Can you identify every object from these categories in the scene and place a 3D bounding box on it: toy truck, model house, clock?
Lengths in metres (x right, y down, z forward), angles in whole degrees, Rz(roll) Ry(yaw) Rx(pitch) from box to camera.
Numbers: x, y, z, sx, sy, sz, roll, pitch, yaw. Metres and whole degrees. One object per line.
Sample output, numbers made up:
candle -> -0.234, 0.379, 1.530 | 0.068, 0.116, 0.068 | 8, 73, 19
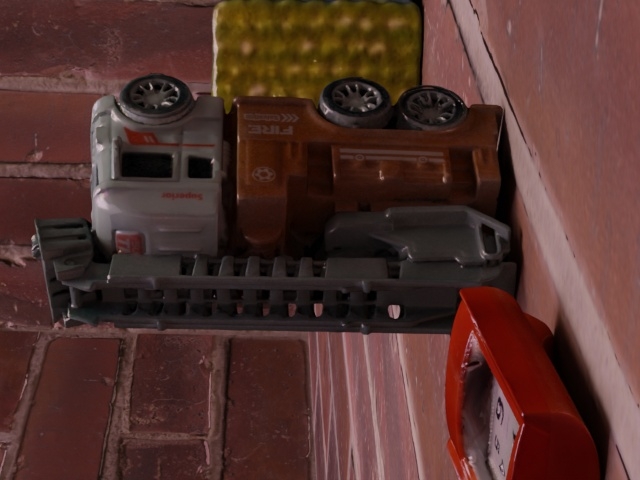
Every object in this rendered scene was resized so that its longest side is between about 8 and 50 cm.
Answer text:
toy truck -> -0.036, -0.013, 1.020 | 0.184, 0.338, 0.133 | -93, 5, -48
model house -> -0.012, -0.229, 1.621 | 0.215, 0.237, 0.303 | 100, 171, -68
clock -> 0.114, 0.109, 0.805 | 0.155, 0.061, 0.113 | -103, 15, -65
